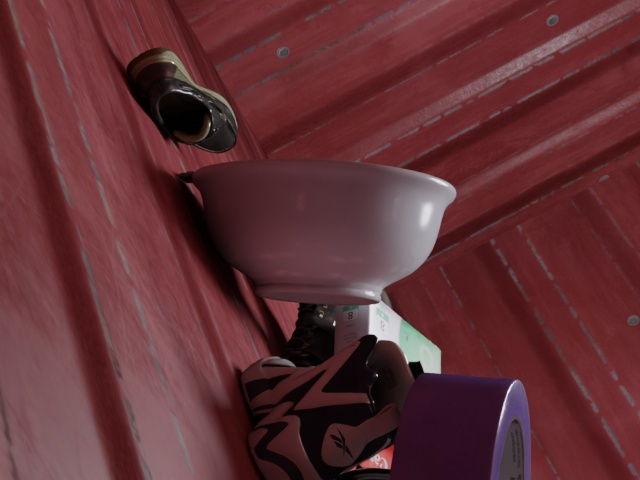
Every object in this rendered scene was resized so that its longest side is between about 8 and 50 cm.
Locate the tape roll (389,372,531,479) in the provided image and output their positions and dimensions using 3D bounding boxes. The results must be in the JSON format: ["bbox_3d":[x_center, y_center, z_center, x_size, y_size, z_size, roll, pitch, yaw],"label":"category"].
[{"bbox_3d":[0.116,0.204,1.109,0.189,0.080,0.189,2,90,-72],"label":"tape roll"}]

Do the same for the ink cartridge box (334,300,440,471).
[{"bbox_3d":[0.080,0.196,1.611,0.181,0.056,0.224,41,41,-46],"label":"ink cartridge box"}]

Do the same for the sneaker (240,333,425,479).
[{"bbox_3d":[0.017,0.135,1.182,0.094,0.153,0.235,63,3,-7],"label":"sneaker"}]

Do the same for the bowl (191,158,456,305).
[{"bbox_3d":[0.000,0.000,1.532,0.298,0.298,0.134,47,46,-80],"label":"bowl"}]

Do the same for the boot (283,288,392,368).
[{"bbox_3d":[-0.006,0.083,1.676,0.263,0.091,0.229,44,30,-13],"label":"boot"}]

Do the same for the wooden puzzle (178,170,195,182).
[{"bbox_3d":[-0.135,-0.072,1.576,0.083,0.049,0.006,51,40,-81],"label":"wooden puzzle"}]

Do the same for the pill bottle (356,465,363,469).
[{"bbox_3d":[0.095,0.248,1.761,0.229,0.131,0.131,59,1,30],"label":"pill bottle"}]

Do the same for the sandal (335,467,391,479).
[{"bbox_3d":[0.039,0.232,1.179,0.076,0.102,0.265,65,5,13],"label":"sandal"}]

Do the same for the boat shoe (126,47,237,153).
[{"bbox_3d":[-0.159,-0.148,1.639,0.223,0.080,0.073,47,20,-60],"label":"boat shoe"}]
